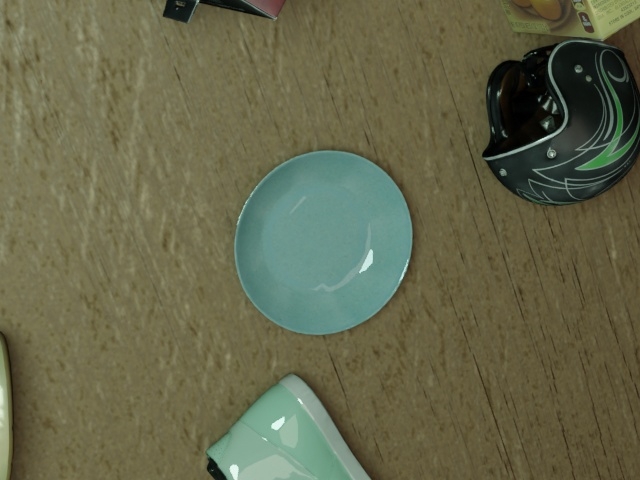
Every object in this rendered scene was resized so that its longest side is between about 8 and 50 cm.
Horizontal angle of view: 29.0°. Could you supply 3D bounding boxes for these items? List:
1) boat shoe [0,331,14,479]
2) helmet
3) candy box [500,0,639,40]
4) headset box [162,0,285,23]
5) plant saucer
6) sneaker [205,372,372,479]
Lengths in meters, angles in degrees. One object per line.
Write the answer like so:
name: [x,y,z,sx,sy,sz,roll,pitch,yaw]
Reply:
boat shoe: [-0.370,0.247,1.175,0.123,0.123,0.342,9,104,-22]
helmet: [0.252,-0.116,1.286,0.169,0.169,0.161,2,85,-19]
candy box: [0.201,-0.356,1.205,0.087,0.183,0.316,-32,109,-11]
headset box: [-0.069,-0.329,1.098,0.110,0.218,0.293,27,91,-29]
plant saucer: [0.000,0.000,1.290,0.195,0.037,0.195,-4,103,-18]
sneaker: [-0.019,0.284,1.311,0.151,0.094,0.256,-36,100,-15]
